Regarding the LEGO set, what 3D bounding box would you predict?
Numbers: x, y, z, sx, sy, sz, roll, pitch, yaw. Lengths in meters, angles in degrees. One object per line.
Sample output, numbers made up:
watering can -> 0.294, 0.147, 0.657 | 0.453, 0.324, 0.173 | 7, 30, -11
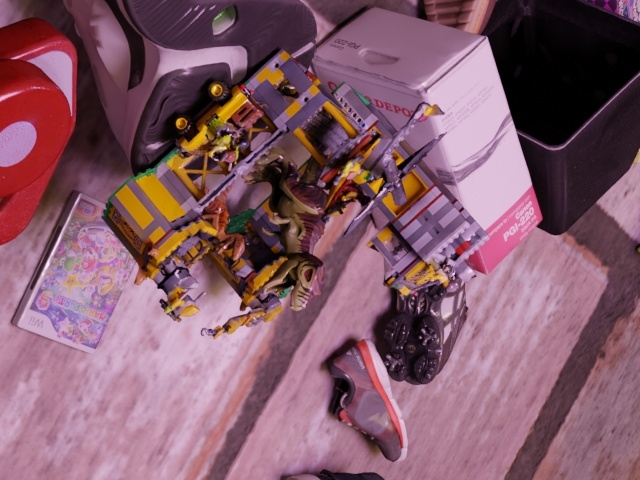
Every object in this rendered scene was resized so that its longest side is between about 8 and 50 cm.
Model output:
LEGO set -> 0.000, 0.000, 1.227 | 0.255, 0.192, 0.331 | -40, 163, 0

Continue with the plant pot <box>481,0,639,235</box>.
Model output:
plant pot -> 0.222, -0.121, 1.520 | 0.188, 0.187, 0.167 | -42, 143, -24

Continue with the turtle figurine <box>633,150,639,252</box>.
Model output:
turtle figurine -> 0.454, -0.085, 1.808 | 0.269, 0.087, 0.217 | -12, 113, -41

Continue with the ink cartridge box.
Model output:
ink cartridge box -> 0.099, -0.095, 1.416 | 0.092, 0.158, 0.218 | -43, 131, -22

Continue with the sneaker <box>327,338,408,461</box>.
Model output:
sneaker -> 0.043, 0.168, 1.551 | 0.065, 0.061, 0.158 | -22, 123, -5

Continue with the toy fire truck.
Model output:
toy fire truck -> -0.310, -0.035, 1.073 | 0.302, 0.169, 0.254 | -28, 147, -33

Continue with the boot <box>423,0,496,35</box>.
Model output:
boot -> 0.206, -0.300, 1.486 | 0.207, 0.090, 0.248 | 2, 101, -42

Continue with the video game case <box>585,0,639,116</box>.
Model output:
video game case -> 0.333, -0.241, 1.617 | 0.210, 0.042, 0.232 | -48, 138, -47

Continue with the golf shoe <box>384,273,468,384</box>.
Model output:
golf shoe -> 0.115, 0.049, 1.562 | 0.094, 0.077, 0.198 | 7, 100, -68

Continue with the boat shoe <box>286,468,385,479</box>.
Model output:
boat shoe -> 0.028, 0.388, 1.559 | 0.113, 0.127, 0.340 | -11, 104, -28

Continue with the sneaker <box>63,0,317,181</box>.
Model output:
sneaker -> -0.143, -0.222, 1.135 | 0.169, 0.257, 0.447 | -35, 163, -15

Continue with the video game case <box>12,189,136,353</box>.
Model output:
video game case -> -0.199, 0.028, 1.285 | 0.087, 0.011, 0.122 | 28, 86, -46
